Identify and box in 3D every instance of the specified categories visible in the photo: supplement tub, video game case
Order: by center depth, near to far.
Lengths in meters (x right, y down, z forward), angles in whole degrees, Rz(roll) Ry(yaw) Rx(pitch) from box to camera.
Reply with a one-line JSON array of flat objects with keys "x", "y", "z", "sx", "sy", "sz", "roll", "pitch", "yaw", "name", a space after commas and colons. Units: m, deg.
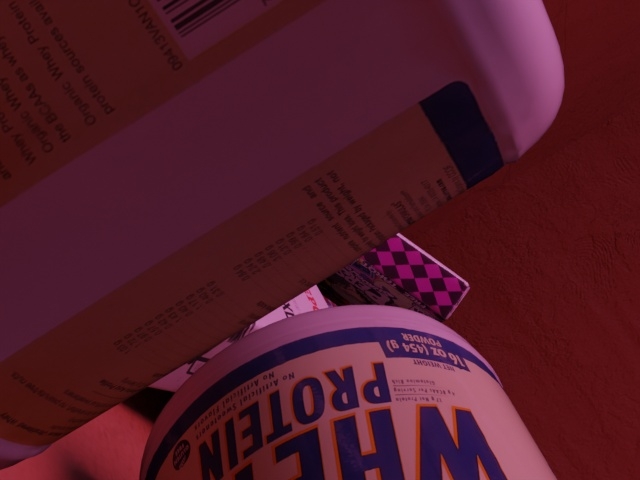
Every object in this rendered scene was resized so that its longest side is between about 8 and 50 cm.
[{"x": -0.099, "y": -0.057, "z": 0.480, "sx": 0.228, "sy": 0.316, "sz": 0.228, "roll": 58, "pitch": 5, "yaw": -7, "name": "supplement tub"}, {"x": 0.042, "y": 0.215, "z": 0.704, "sx": 0.235, "sy": 0.235, "sz": 0.325, "roll": 55, "pitch": 6, "yaw": -39, "name": "supplement tub"}, {"x": 0.000, "y": 0.000, "z": 1.136, "sx": 0.232, "sy": 0.041, "sz": 0.210, "roll": 35, "pitch": -13, "yaw": -2, "name": "video game case"}]

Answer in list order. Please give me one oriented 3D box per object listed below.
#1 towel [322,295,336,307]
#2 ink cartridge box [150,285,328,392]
[{"x": -0.082, "y": 0.017, "z": 1.220, "sx": 0.237, "sy": 0.037, "sz": 0.329, "roll": 20, "pitch": 25, "yaw": -36, "name": "towel"}, {"x": -0.095, "y": 0.034, "z": 0.969, "sx": 0.203, "sy": 0.086, "sz": 0.148, "roll": 18, "pitch": 33, "yaw": -46, "name": "ink cartridge box"}]
